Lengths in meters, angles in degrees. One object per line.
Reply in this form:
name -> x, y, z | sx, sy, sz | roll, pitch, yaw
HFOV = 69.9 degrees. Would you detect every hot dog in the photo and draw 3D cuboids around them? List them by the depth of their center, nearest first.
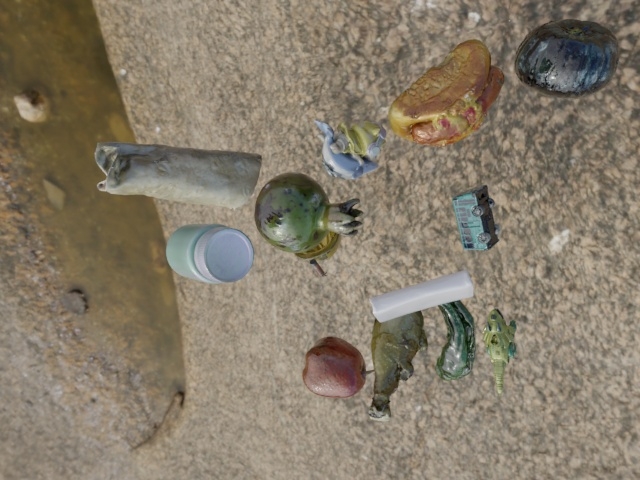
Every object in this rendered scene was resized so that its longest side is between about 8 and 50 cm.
hot dog -> 0.286, -0.301, 1.008 | 0.257, 0.150, 0.153 | -39, 71, 9

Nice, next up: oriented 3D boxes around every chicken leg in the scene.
chicken leg -> 0.109, 0.170, 0.658 | 0.093, 0.178, 0.070 | 29, 146, -12

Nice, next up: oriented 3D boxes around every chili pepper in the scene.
chili pepper -> 0.203, 0.151, 0.714 | 0.073, 0.050, 0.182 | 20, 130, 53

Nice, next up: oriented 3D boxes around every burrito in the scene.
burrito -> -0.180, -0.086, 0.604 | 0.061, 0.226, 0.086 | 7, 95, 47

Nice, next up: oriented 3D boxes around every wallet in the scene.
wallet -> 0.125, 0.070, 0.562 | 0.122, 0.025, 0.061 | -18, 147, 10

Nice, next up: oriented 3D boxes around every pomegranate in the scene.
pomegranate -> -0.034, -0.067, 1.307 | 0.306, 0.242, 0.242 | 15, 119, 4

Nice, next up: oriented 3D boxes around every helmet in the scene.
helmet -> 0.000, 0.000, 1.663 | 0.205, 0.256, 0.140 | -25, 136, 11

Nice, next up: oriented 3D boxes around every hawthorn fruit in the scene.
hawthorn fruit -> 0.060, 0.331, 1.164 | 0.204, 0.163, 0.162 | 6, 116, 29

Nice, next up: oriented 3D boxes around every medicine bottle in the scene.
medicine bottle -> -0.263, 0.029, 1.079 | 0.226, 0.139, 0.139 | 2, 119, 54

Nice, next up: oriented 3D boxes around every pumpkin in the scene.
pumpkin -> 0.604, -0.448, 1.134 | 0.233, 0.233, 0.162 | 16, 134, 15

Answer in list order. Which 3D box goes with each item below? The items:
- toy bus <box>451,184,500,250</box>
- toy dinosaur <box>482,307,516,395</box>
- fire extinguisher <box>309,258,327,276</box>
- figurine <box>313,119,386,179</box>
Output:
toy bus -> 0.404, -0.059, 1.201 | 0.092, 0.079, 0.160 | -3, 110, 46
toy dinosaur -> 0.550, 0.334, 1.399 | 0.094, 0.153, 0.258 | -4, 87, 36
fire extinguisher -> -0.004, 0.089, 1.421 | 0.028, 0.022, 0.083 | -30, 130, 6
figurine -> 0.076, -0.241, 1.169 | 0.209, 0.128, 0.183 | 35, 98, -35
